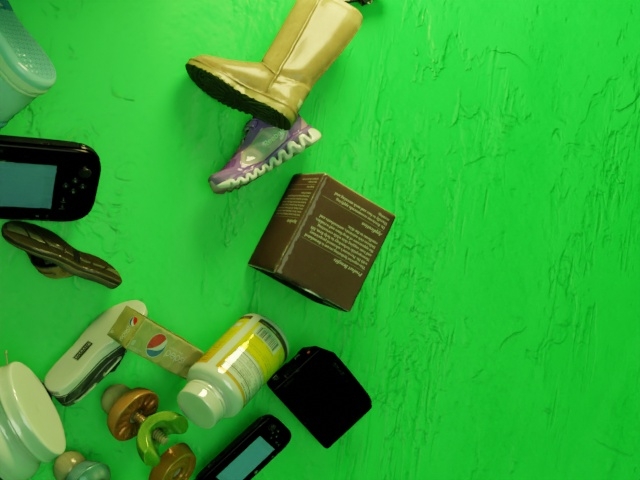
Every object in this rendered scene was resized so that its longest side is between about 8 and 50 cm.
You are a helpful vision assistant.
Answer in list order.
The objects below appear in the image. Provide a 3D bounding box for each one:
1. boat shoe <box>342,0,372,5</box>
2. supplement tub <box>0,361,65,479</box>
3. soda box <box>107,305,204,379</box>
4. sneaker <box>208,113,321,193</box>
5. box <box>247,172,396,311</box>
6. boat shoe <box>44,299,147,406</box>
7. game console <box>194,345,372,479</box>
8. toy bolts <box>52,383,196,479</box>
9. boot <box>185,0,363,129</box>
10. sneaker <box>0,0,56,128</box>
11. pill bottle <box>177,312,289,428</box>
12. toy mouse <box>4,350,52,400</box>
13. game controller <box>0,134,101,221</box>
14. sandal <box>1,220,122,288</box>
[{"bbox_3d":[0.079,-0.472,1.683,0.125,0.046,0.038,-4,95,-19],"label":"boat shoe"},{"bbox_3d":[-0.566,0.327,1.372,0.272,0.191,0.191,-28,104,-5],"label":"supplement tub"},{"bbox_3d":[-0.286,0.182,1.526,0.061,0.058,0.181,-57,143,-8],"label":"soda box"},{"bbox_3d":[-0.117,-0.173,1.605,0.236,0.095,0.105,-35,99,-21],"label":"sneaker"},{"bbox_3d":[0.000,0.000,1.617,0.168,0.167,0.203,30,82,-21],"label":"box"},{"bbox_3d":[-0.386,0.196,1.531,0.219,0.077,0.070,-45,141,-22],"label":"boat shoe"},{"bbox_3d":[-0.078,0.368,1.650,0.361,0.044,0.213,-42,126,-7],"label":"game console"},{"bbox_3d":[-0.354,0.385,1.546,0.228,0.158,0.218,-47,149,-23],"label":"toy bolts"},{"bbox_3d":[-0.084,-0.355,1.603,0.236,0.089,0.270,28,69,2],"label":"boot"},{"bbox_3d":[-0.581,-0.307,1.390,0.208,0.127,0.319,-41,76,21],"label":"sneaker"},{"bbox_3d":[-0.157,0.234,1.555,0.215,0.117,0.117,-45,110,-42],"label":"pill bottle"},{"bbox_3d":[-0.514,0.288,1.501,0.143,0.031,0.161,29,83,-20],"label":"toy mouse"},{"bbox_3d":[-0.525,-0.100,1.418,0.319,0.067,0.167,3,127,-23],"label":"game controller"},{"bbox_3d":[-0.448,0.037,1.496,0.219,0.090,0.060,29,105,-28],"label":"sandal"}]
